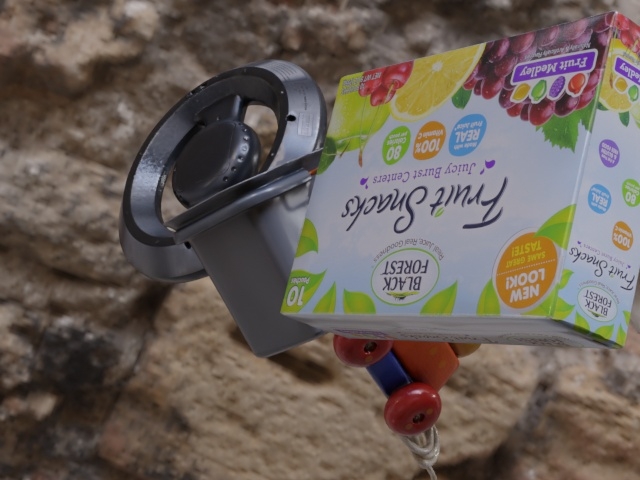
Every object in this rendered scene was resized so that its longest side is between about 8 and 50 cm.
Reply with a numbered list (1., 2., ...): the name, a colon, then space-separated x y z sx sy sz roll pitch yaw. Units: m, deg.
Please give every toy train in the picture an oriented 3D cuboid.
1. toy train: 0.093 0.070 0.887 0.248 0.143 0.105 56 1 -41

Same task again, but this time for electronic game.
1. electronic game: -0.090 -0.064 1.079 0.048 0.229 0.229 40 6 -39

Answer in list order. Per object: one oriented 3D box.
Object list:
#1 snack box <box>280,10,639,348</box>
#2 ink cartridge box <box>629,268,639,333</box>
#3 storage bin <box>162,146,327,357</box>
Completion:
1. snack box: 0.049 -0.016 0.425 0.037 0.100 0.141 21 -15 -33
2. ink cartridge box: 0.232 -0.039 0.732 0.062 0.181 0.104 7 -33 50
3. storage bin: 0.000 0.000 0.676 0.135 0.098 0.091 -27 92 -48
